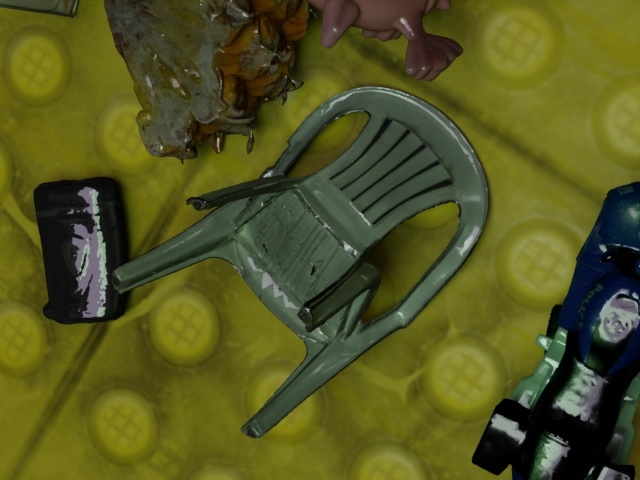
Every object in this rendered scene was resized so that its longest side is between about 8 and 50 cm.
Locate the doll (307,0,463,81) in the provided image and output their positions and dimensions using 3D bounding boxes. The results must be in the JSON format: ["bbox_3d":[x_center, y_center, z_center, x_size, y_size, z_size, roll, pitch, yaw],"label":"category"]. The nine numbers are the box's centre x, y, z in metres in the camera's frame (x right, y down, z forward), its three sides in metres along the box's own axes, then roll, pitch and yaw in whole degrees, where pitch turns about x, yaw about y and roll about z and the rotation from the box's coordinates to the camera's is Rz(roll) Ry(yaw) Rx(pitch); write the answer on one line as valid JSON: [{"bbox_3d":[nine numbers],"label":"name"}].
[{"bbox_3d":[0.034,-0.245,1.016,0.262,0.211,0.093,56,142,13],"label":"doll"}]

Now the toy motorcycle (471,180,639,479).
[{"bbox_3d":[0.237,0.069,0.966,0.125,0.196,0.331,25,101,16],"label":"toy motorcycle"}]

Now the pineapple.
[{"bbox_3d":[-0.113,-0.178,1.102,0.186,0.114,0.236,50,124,14],"label":"pineapple"}]

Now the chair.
[{"bbox_3d":[0.000,0.000,1.052,0.203,0.274,0.190,45,131,9],"label":"chair"}]

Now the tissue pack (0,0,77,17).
[{"bbox_3d":[-0.292,-0.335,1.126,0.124,0.185,0.225,18,101,14],"label":"tissue pack"}]

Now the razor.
[{"bbox_3d":[-0.237,0.012,1.205,0.090,0.054,0.148,-3,94,20],"label":"razor"}]
